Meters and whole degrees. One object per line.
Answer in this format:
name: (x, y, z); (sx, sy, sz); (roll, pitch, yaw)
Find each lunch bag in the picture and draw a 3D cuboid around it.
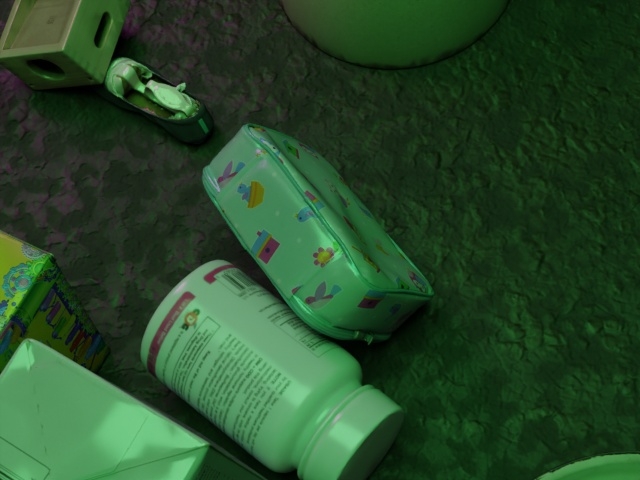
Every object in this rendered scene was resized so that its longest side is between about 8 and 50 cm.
lunch bag: (0.000, 0.000, 1.841); (0.108, 0.224, 0.279); (-43, 68, 14)

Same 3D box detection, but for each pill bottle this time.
pill bottle: (-0.054, 0.163, 1.801); (0.283, 0.160, 0.160); (37, 74, 20)

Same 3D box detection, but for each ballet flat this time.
ballet flat: (-0.224, -0.195, 2.030); (0.203, 0.074, 0.074); (32, 73, 18)

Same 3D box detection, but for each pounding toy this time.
pounding toy: (-0.370, -0.246, 2.061); (0.206, 0.094, 0.181); (-1, 63, 36)

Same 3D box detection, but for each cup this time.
cup: (0.089, -0.419, 2.007); (0.331, 0.237, 0.331); (-2, 66, 5)

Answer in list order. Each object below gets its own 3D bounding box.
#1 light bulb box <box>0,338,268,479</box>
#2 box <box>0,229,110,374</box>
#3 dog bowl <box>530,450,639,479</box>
light bulb box: (-0.245, 0.333, 1.611); (0.225, 0.361, 0.358); (30, 81, 18)
box: (-0.407, 0.154, 1.771); (0.177, 0.290, 0.279); (24, 70, 16)
dog bowl: (0.321, 0.431, 1.611); (0.408, 0.150, 0.408); (3, 63, -7)
